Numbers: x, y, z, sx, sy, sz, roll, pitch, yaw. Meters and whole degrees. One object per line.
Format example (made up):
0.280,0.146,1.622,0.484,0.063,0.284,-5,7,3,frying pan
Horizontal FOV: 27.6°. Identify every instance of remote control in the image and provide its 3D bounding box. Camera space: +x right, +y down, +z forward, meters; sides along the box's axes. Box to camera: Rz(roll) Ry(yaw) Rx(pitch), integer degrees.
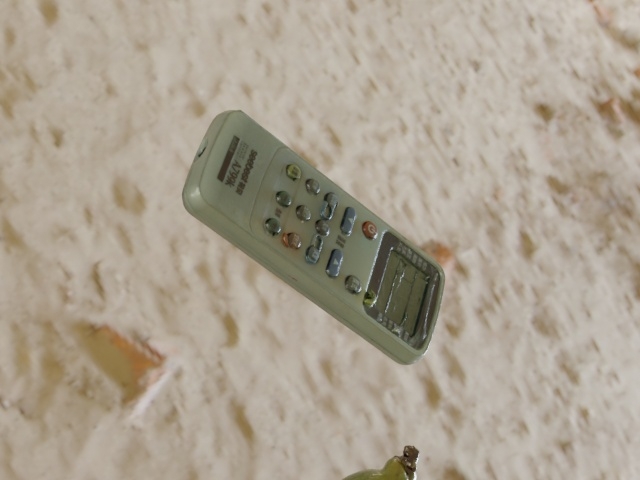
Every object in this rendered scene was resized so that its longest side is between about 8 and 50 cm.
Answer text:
0.000,0.000,0.517,0.124,0.018,0.053,38,49,-22,remote control

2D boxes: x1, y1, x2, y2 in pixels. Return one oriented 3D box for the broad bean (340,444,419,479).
-0.046,0.205,0.949,0.052,0.256,0.053,-175,-109,-87,broad bean
